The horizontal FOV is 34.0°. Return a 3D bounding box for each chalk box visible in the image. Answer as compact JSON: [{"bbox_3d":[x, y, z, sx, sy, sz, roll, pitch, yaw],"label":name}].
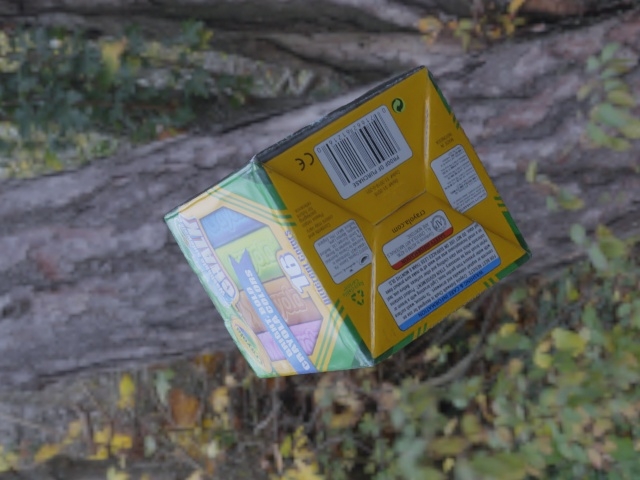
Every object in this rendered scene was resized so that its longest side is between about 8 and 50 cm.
[{"bbox_3d":[0.000,0.000,0.903,0.179,0.180,0.289,60,155,-4],"label":"chalk box"}]
